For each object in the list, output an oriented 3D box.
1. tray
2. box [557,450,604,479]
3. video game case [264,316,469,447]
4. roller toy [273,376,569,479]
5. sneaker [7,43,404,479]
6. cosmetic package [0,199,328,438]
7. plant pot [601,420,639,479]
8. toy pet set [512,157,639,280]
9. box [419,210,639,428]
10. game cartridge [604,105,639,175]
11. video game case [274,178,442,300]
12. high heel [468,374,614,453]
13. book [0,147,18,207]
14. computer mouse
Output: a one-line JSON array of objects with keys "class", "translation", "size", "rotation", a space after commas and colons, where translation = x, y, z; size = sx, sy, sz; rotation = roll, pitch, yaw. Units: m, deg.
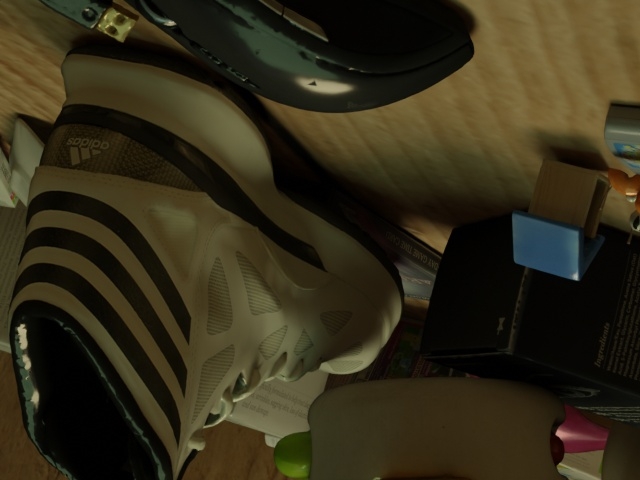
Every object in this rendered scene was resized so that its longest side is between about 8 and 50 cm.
[{"class": "tray", "translation": [-0.176, 0.022, 1.228], "size": [0.270, 0.030, 0.145], "rotation": [50, 164, -3]}, {"class": "box", "translation": [0.296, 0.213, 1.673], "size": [0.203, 0.114, 0.103], "rotation": [25, 166, -40]}, {"class": "video game case", "translation": [0.062, 0.156, 1.544], "size": [0.183, 0.201, 0.023], "rotation": [12, 135, 16]}, {"class": "roller toy", "translation": [0.087, 0.181, 1.065], "size": [0.191, 0.146, 0.209], "rotation": [7, 165, -31]}, {"class": "sneaker", "translation": [-0.091, 0.074, 1.049], "size": [0.169, 0.258, 0.447], "rotation": [11, 162, 27]}, {"class": "cosmetic package", "translation": [-0.191, 0.069, 1.466], "size": [0.384, 0.156, 0.217], "rotation": [15, 171, 24]}, {"class": "plant pot", "translation": [0.390, 0.216, 1.187], "size": [0.323, 0.323, 0.280], "rotation": [24, -178, -36]}, {"class": "toy pet set", "translation": [0.171, -0.004, 0.859], "size": [0.114, 0.065, 0.122], "rotation": [16, -179, 25]}, {"class": "box", "translation": [0.202, 0.063, 1.082], "size": [0.207, 0.108, 0.153], "rotation": [20, 168, -18]}, {"class": "game cartridge", "translation": [0.184, -0.050, 0.796], "size": [0.056, 0.017, 0.083], "rotation": [13, 169, 31]}, {"class": "video game case", "translation": [0.000, 0.000, 1.265], "size": [0.196, 0.026, 0.274], "rotation": [8, 166, 35]}, {"class": "high heel", "translation": [0.324, 0.138, 1.407], "size": [0.377, 0.127, 0.181], "rotation": [23, 139, -15]}, {"class": "book", "translation": [-0.320, -0.072, 1.309], "size": [0.096, 0.035, 0.144], "rotation": [20, 166, 1]}, {"class": "computer mouse", "translation": [-0.067, -0.107, 0.737], "size": [0.262, 0.060, 0.184], "rotation": [20, 167, -19]}]
